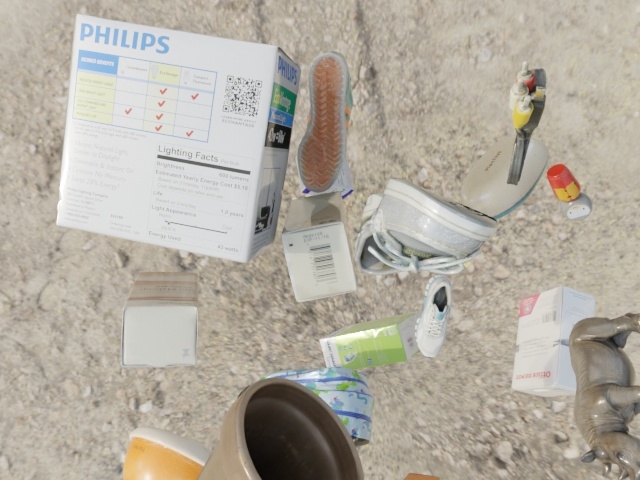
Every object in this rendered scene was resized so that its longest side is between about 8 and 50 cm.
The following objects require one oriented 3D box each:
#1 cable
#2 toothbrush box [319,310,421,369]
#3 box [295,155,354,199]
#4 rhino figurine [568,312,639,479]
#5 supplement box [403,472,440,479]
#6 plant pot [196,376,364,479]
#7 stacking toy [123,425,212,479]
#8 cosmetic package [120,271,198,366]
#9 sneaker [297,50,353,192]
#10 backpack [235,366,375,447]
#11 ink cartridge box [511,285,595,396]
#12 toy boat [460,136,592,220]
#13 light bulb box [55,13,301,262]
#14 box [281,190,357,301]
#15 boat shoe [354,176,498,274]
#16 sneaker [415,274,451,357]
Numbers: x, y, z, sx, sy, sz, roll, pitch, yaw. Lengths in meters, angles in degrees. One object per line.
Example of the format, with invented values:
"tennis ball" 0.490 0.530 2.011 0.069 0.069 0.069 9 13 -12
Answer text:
"cable" 0.409 -0.242 1.184 0.072 0.287 0.139 8 59 9
"toothbrush box" 0.174 0.326 1.836 0.283 0.206 0.122 -15 88 29
"box" 0.012 -0.186 1.584 0.137 0.072 0.126 11 56 -34
"rhino figurine" 0.359 0.191 0.692 0.106 0.073 0.243 -23 40 40
"supplement box" 0.144 0.522 1.033 0.080 0.233 0.078 -9 99 38
"plant pot" -0.097 0.398 0.949 0.229 0.263 0.263 -44 75 25
"stacking toy" -0.444 0.758 1.456 0.351 0.350 0.480 22 57 10
"cosmetic package" -0.347 0.164 1.264 0.153 0.296 0.129 2 100 -14
"sneaker" 0.022 -0.259 1.256 0.108 0.121 0.302 13 111 12
"backpack" -0.019 0.467 1.561 0.290 0.355 0.273 31 71 -33
"ink cartridge box" 0.664 0.295 1.631 0.117 0.207 0.283 18 69 -11
"toy boat" 0.494 -0.127 1.378 0.267 0.318 0.148 -49 119 -10
"light bulb box" -0.247 -0.179 1.041 0.358 0.225 0.361 11 99 6
"box" 0.000 0.000 1.203 0.121 0.311 0.148 -11 107 4
"boat shoe" 0.100 0.000 0.648 0.118 0.320 0.103 22 88 -9
"sneaker" 0.258 0.174 1.284 0.071 0.083 0.190 7 93 2
